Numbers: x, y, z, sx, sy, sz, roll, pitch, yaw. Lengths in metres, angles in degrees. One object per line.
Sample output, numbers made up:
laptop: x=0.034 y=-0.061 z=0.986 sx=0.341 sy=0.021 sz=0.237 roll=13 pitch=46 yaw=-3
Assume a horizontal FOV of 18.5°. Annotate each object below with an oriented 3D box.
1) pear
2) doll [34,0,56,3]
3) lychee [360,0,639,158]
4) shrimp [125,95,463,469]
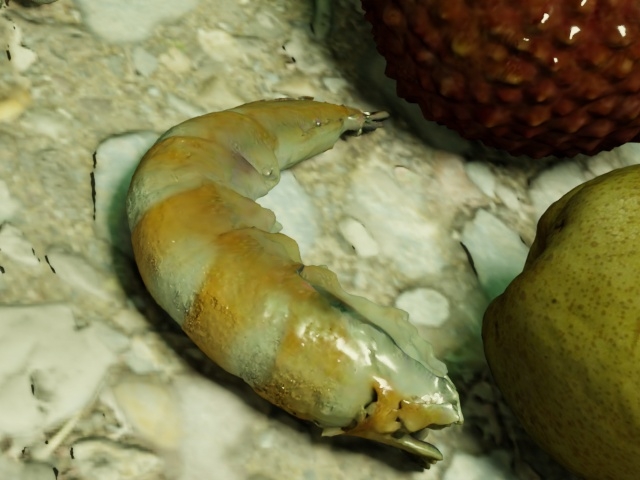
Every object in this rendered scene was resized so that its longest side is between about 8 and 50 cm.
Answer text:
pear: x=0.196 y=0.054 z=1.082 sx=0.211 sy=0.188 sz=0.228 roll=20 pitch=6 yaw=11
doll: x=-0.085 y=-0.304 z=1.262 sx=0.311 sy=0.159 sz=0.243 roll=-18 pitch=81 yaw=-49
lychee: x=0.158 y=-0.186 z=1.252 sx=0.275 sy=0.304 sz=0.276 roll=8 pitch=79 yaw=-50
shrimp: x=-0.025 y=0.001 z=1.119 sx=0.185 sy=0.068 sz=0.287 roll=16 pitch=33 yaw=-23
